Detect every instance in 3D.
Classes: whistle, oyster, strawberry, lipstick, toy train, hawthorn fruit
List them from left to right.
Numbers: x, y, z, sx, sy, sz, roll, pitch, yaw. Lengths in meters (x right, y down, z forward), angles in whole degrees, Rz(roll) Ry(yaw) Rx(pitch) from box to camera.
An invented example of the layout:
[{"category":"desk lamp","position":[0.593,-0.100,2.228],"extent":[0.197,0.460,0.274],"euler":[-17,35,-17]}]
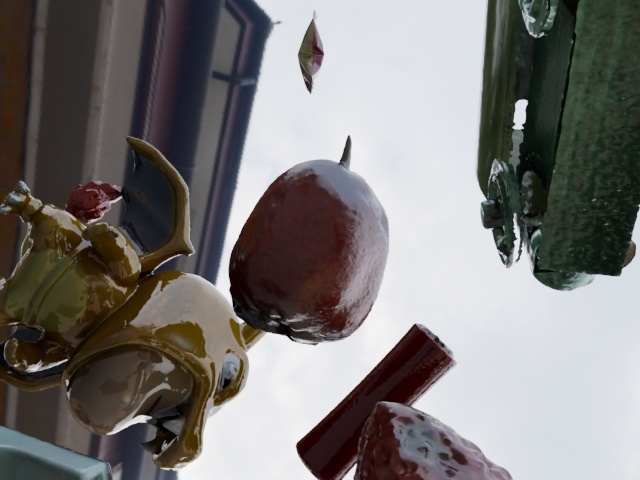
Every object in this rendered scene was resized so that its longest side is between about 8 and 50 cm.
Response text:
[{"category":"whistle","position":[-0.339,0.232,0.641],"extent":[0.290,0.163,0.163],"euler":[4,-74,32]},{"category":"hawthorn fruit","position":[0.000,0.000,0.848],"extent":[0.189,0.189,0.251],"euler":[26,-90,20]},{"category":"lipstick","position":[0.073,0.215,0.947],"extent":[0.080,0.080,0.241],"euler":[44,-90,11]},{"category":"strawberry","position":[0.153,0.349,0.765],"extent":[0.292,0.292,0.310],"euler":[9,-97,26]},{"category":"toy train","position":[0.157,-0.109,0.407],"extent":[0.126,0.189,0.307],"euler":[1,-43,9]},{"category":"oyster","position":[0.393,0.009,0.981],"extent":[0.083,0.019,0.054],"euler":[29,-76,-27]}]

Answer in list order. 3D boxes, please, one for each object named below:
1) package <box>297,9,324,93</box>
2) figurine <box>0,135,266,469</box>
[{"category":"package","position":[-0.011,-0.208,0.797],"extent":[0.029,0.059,0.083],"euler":[3,-88,-4]},{"category":"figurine","position":[-0.263,0.081,0.981],"extent":[0.387,0.268,0.401],"euler":[35,-100,-8]}]
